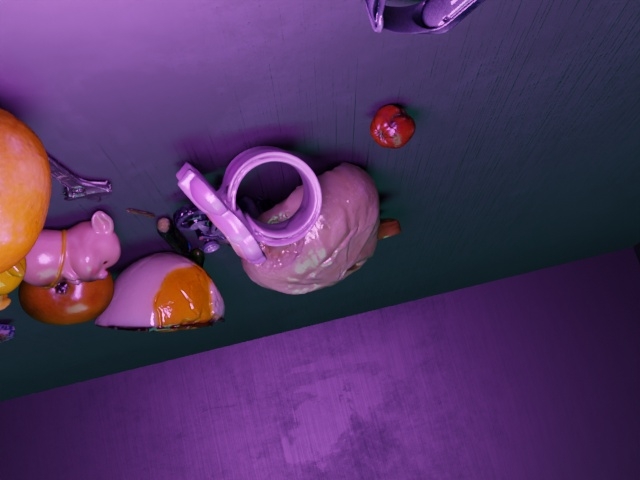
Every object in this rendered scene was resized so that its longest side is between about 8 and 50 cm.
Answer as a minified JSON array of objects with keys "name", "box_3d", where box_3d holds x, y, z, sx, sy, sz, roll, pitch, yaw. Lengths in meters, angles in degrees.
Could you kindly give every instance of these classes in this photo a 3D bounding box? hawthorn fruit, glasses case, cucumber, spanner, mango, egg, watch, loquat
[{"name":"hawthorn fruit","box_3d":[0.145,-0.225,1.506,0.093,0.093,0.093,-13,164,-4]},{"name":"glasses case","box_3d":[-1.022,0.277,2.240,0.248,0.065,0.087,2,156,-41]},{"name":"cucumber","box_3d":[-0.360,-0.004,1.892,0.044,0.043,0.256,-9,165,1]},{"name":"spanner","box_3d":[-0.475,-0.124,1.407,0.093,0.026,0.325,-17,163,5]},{"name":"cucumber","box_3d":[-0.370,0.083,2.164,0.056,0.056,0.284,-7,163,-25]},{"name":"mango","box_3d":[-0.627,0.123,1.881,0.212,0.172,0.317,-7,174,-30]},{"name":"egg","box_3d":[-0.416,0.131,2.012,0.337,0.200,0.337,1,178,0]},{"name":"watch","box_3d":[0.150,-0.362,1.060,0.193,0.068,0.206,7,151,-44]},{"name":"loquat","box_3d":[-0.528,-0.070,1.104,0.275,0.274,0.275,-13,164,-4]},{"name":"watch","box_3d":[-0.129,-0.099,1.521,0.218,0.248,0.211,-39,-161,-3]}]

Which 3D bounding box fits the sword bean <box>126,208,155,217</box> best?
[{"name":"sword bean","box_3d":[-0.401,-0.061,1.717,0.012,0.012,0.083,-22,161,27]}]

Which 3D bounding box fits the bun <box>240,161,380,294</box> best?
[{"name":"bun","box_3d":[0.005,0.001,1.766,0.364,0.202,0.364,-35,167,-10]}]

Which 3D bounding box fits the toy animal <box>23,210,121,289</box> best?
[{"name":"toy animal","box_3d":[-0.561,0.034,1.672,0.248,0.149,0.165,-17,-179,-17]}]

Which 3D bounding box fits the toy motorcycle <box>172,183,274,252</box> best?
[{"name":"toy motorcycle","box_3d":[-0.205,-0.051,1.768,0.173,0.108,0.307,-29,160,16]}]

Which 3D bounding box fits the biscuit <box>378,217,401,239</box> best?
[{"name":"biscuit","box_3d":[0.047,-0.005,2.094,0.352,0.057,0.312,-15,-176,9]}]

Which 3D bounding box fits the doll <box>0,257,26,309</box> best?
[{"name":"doll","box_3d":[-0.656,0.007,1.486,0.145,0.200,0.363,-57,177,-43]}]
